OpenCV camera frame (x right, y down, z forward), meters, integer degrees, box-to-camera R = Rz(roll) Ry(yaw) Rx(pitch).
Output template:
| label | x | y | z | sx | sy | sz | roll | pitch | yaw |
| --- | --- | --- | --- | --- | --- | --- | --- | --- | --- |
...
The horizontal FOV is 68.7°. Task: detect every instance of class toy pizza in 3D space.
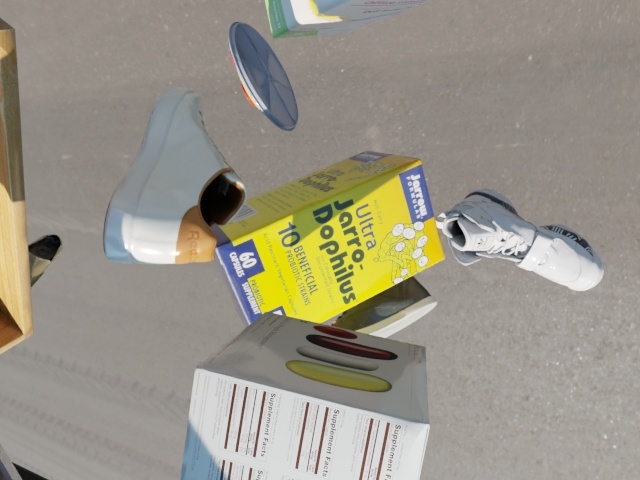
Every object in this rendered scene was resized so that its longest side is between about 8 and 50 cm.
| label | x | y | z | sx | sy | sz | roll | pitch | yaw |
| --- | --- | --- | --- | --- | --- | --- | --- | --- | --- |
| toy pizza | -0.102 | -0.281 | 0.820 | 0.032 | 0.201 | 0.201 | -22 | 105 | 22 |

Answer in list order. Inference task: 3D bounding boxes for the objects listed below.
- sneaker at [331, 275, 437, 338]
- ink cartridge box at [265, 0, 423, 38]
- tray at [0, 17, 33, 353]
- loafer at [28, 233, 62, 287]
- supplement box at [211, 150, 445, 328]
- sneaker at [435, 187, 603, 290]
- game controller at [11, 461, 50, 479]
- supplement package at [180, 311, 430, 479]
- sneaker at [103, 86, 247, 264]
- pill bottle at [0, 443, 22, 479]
| label | x | y | z | sx | sy | sz | roll | pitch | yaw |
| --- | --- | --- | --- | --- | --- | --- | --- | --- | --- |
| sneaker | 0.074 | 0.136 | 0.951 | 0.146 | 0.296 | 0.104 | 59 | 164 | 25 |
| ink cartridge box | 0.071 | -0.454 | 0.813 | 0.354 | 0.207 | 0.119 | 14 | 118 | 57 |
| tray | -0.376 | 0.006 | 0.407 | 0.076 | 0.203 | 0.410 | 38 | 131 | 10 |
| loafer | -0.453 | 0.038 | 0.722 | 0.056 | 0.147 | 0.050 | 33 | 130 | -18 |
| supplement box | 0.000 | 0.000 | 0.817 | 0.195 | 0.357 | 0.194 | 33 | 145 | 63 |
| sneaker | 0.442 | 0.015 | 1.087 | 0.366 | 0.210 | 0.137 | 41 | 134 | 32 |
| game controller | -0.492 | 0.450 | 0.731 | 0.320 | 0.166 | 0.067 | 18 | 134 | 12 |
| supplement package | -0.003 | 0.185 | 0.485 | 0.203 | 0.194 | 0.149 | 11 | 98 | 10 |
| sneaker | -0.144 | -0.077 | 0.540 | 0.123 | 0.289 | 0.105 | 8 | 134 | -10 |
| pill bottle | -0.282 | 0.199 | 0.329 | 0.123 | 0.123 | 0.219 | 7 | 119 | 29 |
